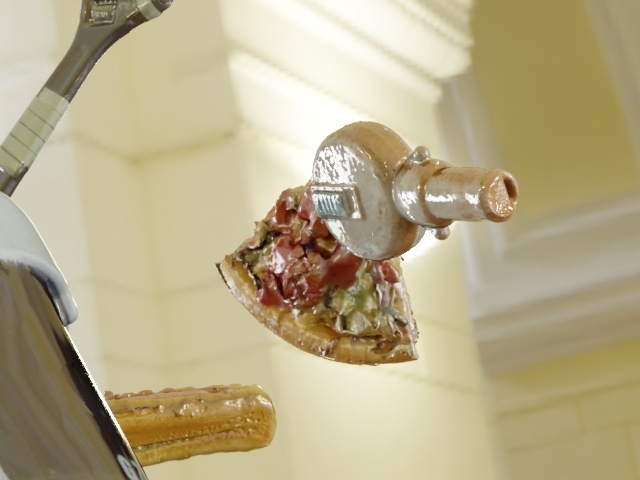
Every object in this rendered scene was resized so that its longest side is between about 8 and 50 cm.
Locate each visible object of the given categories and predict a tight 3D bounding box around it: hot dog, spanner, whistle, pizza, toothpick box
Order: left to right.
[{"bbox_3d":[-0.244,0.120,1.157,0.263,0.355,0.263,-23,-27,-13],"label":"toothpick box"},{"bbox_3d":[-0.232,-0.117,1.680,0.087,0.316,0.024,29,-9,31],"label":"spanner"},{"bbox_3d":[-0.181,0.188,1.938,0.286,0.088,0.061,-1,14,-21],"label":"hot dog"},{"bbox_3d":[0.000,0.000,1.616,0.201,0.193,0.053,15,12,31],"label":"pizza"},{"bbox_3d":[0.060,-0.034,1.452,0.057,0.107,0.220,-24,17,-34],"label":"whistle"}]
